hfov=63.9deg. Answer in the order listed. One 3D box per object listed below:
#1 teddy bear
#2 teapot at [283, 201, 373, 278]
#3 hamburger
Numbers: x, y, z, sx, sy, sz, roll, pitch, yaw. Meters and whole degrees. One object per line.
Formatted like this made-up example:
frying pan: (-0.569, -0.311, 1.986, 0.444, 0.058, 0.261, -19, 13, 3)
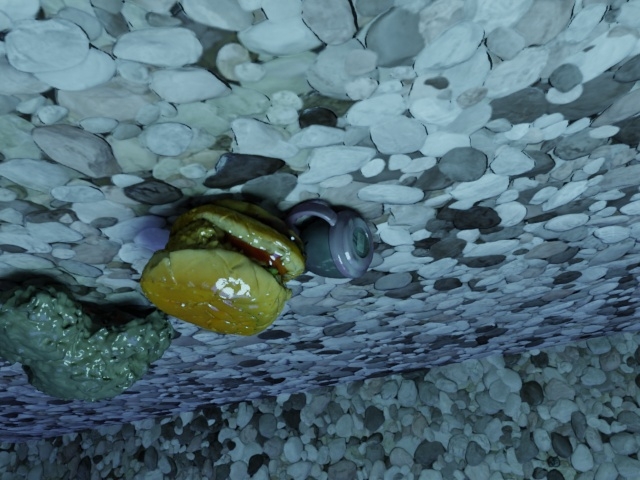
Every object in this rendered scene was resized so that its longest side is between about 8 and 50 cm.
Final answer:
teddy bear: (-0.515, 0.185, 1.054, 0.357, 0.224, 0.368, -5, 138, -1)
teapot: (0.001, 0.010, 0.882, 0.146, 0.116, 0.148, -10, 160, 34)
hamburger: (-0.152, 0.056, 0.827, 0.244, 0.163, 0.244, 11, 142, 8)
